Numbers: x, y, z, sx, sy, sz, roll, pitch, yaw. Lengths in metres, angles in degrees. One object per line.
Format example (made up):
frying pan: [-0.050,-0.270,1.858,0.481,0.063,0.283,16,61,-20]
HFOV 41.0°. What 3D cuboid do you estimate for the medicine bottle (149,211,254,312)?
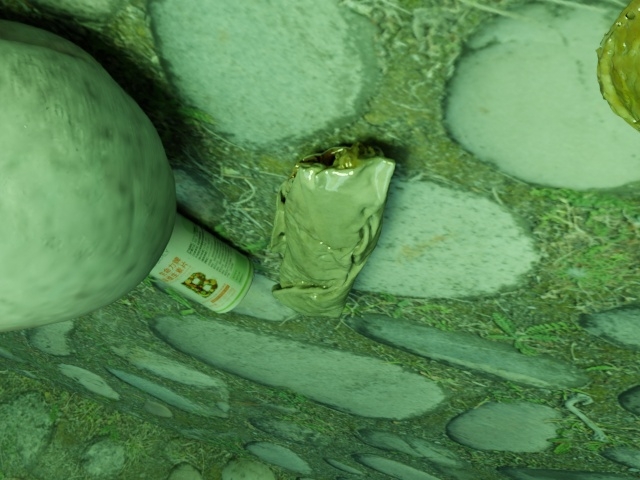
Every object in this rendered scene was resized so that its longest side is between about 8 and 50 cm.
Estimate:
medicine bottle: [-0.176,0.016,1.079,0.183,0.086,0.086,34,151,-32]

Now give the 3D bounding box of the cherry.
cherry: [-0.290,-0.058,0.804,0.334,0.291,0.326,8,150,-24]

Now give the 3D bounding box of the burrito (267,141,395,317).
burrito: [0.000,0.000,0.936,0.117,0.076,0.392,19,155,2]

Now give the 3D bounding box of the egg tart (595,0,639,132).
egg tart: [0.271,-0.102,0.557,0.191,0.074,0.191,16,153,8]
